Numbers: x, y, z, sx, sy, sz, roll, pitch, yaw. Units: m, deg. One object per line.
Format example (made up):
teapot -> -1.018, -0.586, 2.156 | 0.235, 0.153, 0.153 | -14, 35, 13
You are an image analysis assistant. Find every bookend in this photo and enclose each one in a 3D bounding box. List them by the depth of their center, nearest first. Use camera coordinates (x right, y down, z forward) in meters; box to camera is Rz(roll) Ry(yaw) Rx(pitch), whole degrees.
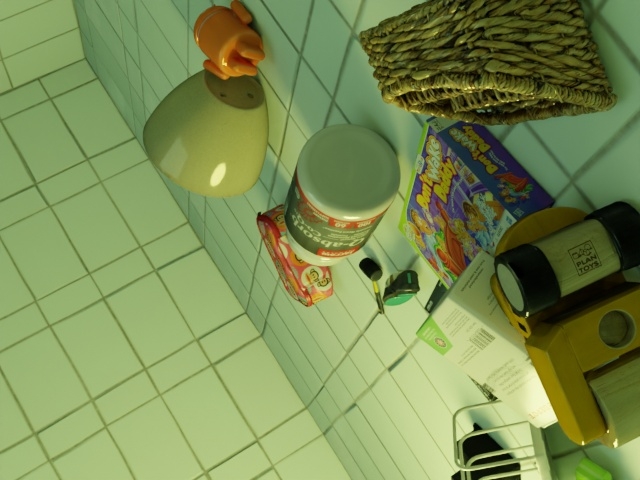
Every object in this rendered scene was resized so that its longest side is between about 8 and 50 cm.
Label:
bookend -> 0.355, 0.533, 1.912 | 0.156, 0.157, 0.072 | 41, 153, 44

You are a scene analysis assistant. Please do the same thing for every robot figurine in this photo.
robot figurine -> -0.225, -0.480, 1.982 | 0.219, 0.128, 0.158 | 49, 159, 33

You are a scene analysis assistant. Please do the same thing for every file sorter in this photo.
file sorter -> 0.375, 0.472, 1.621 | 0.192, 0.173, 0.277 | -78, -29, -62

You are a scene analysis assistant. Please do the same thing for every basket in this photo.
basket -> 0.201, -0.224, 1.100 | 0.223, 0.214, 0.299 | 66, 161, -14

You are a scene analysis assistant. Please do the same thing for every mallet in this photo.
mallet -> 0.144, 0.126, 2.065 | 0.062, 0.039, 0.189 | 44, 159, 50

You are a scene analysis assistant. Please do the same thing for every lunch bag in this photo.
lunch bag -> -0.080, 0.037, 2.396 | 0.293, 0.120, 0.258 | 65, 168, -13

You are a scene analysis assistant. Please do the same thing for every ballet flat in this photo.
ballet flat -> 0.185, 0.104, 1.883 | 0.074, 0.074, 0.203 | 58, 168, 7

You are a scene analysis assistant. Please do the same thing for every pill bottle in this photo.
pill bottle -> 0.032, -0.081, 1.769 | 0.210, 0.210, 0.363 | 57, 162, 13

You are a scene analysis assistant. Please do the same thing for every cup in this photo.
cup -> -0.264, -0.310, 2.127 | 0.331, 0.331, 0.237 | 54, 135, 19

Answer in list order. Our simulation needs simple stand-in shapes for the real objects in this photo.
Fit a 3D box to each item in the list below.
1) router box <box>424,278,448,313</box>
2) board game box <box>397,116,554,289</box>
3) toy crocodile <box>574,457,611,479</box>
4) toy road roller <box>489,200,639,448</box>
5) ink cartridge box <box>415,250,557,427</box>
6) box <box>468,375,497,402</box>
router box -> 0.268, 0.117, 1.632 | 0.092, 0.038, 0.122 | 47, 129, 35
board game box -> 0.256, -0.043, 1.442 | 0.233, 0.078, 0.347 | 53, 160, 23
toy crocodile -> 0.547, 0.557, 1.552 | 0.115, 0.105, 0.340 | 21, 132, 63
toy road roller -> 0.374, 0.110, 1.186 | 0.240, 0.203, 0.329 | 151, 95, -84
ink cartridge box -> 0.322, 0.172, 1.384 | 0.273, 0.114, 0.198 | 37, 154, 7
box -> 0.324, 0.222, 1.712 | 0.190, 0.045, 0.184 | 51, 157, 29
